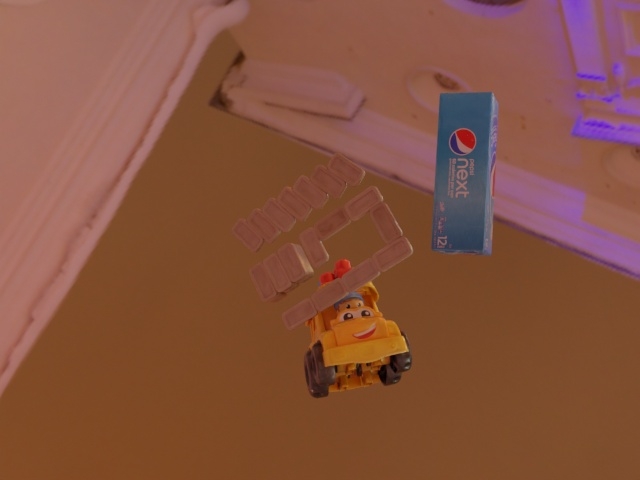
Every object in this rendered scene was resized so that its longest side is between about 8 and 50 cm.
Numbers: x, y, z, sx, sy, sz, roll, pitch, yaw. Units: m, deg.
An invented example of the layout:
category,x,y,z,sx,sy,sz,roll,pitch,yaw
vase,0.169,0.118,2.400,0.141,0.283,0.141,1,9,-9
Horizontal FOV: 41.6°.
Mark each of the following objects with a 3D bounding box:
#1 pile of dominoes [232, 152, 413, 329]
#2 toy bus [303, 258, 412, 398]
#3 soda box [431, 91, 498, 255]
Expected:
category,x,y,z,sx,sy,sz,roll,pitch,yaw
pile of dominoes,0.000,0.000,1.269,0.251,0.040,0.196,-34,-107,22
toy bus,0.045,0.126,1.325,0.149,0.220,0.212,-7,-108,-8
soda box,0.193,-0.086,1.117,0.071,0.067,0.210,2,-94,20
